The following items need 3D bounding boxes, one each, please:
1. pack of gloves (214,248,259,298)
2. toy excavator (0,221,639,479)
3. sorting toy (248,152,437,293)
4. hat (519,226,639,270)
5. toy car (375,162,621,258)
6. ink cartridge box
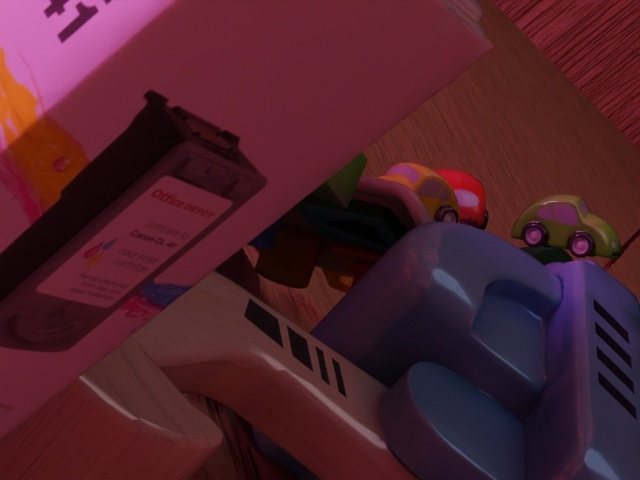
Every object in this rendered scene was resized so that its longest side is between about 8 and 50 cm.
[{"bbox_3d":[-0.100,-0.001,1.147,0.195,0.046,0.232,61,9,-20],"label":"pack of gloves"},{"bbox_3d":[0.029,0.098,0.998,0.445,0.222,0.433,36,24,-10],"label":"toy excavator"},{"bbox_3d":[0.000,0.000,1.183,0.196,0.047,0.347,17,-15,26],"label":"sorting toy"},{"bbox_3d":[0.228,0.028,1.728,0.173,0.183,0.208,44,16,-23],"label":"hat"},{"bbox_3d":[0.163,-0.028,1.690,0.225,0.053,0.239,12,4,19],"label":"toy car"},{"bbox_3d":[-0.128,-0.074,0.690,0.131,0.306,0.226,30,25,-54],"label":"ink cartridge box"}]
